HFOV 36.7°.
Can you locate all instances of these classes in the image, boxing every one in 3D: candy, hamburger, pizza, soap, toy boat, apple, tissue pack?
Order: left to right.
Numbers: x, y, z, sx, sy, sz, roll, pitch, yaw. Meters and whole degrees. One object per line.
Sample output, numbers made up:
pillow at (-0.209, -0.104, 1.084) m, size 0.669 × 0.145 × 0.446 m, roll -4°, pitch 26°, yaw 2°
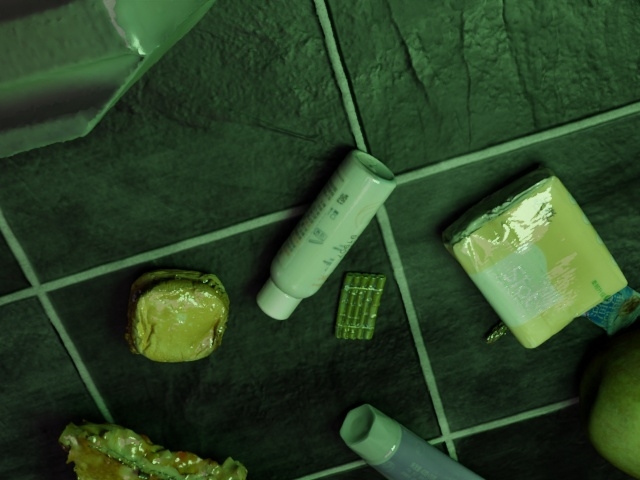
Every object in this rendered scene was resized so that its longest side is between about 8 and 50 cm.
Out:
soap at (-0.306, -0.279, 0.944) m, size 0.435 × 0.213 × 0.350 m, roll -6°, pitch 121°, yaw 39°
pizza at (-0.252, 0.399, 1.525) m, size 0.440 × 0.130 × 0.406 m, roll -19°, pitch 121°, yaw 17°
hamburger at (-0.205, 0.108, 1.380) m, size 0.147 × 0.083 × 0.138 m, roll 3°, pitch 117°, yaw -11°
toy boat at (0.058, 0.098, 1.444) m, size 0.063 × 0.016 × 0.115 m, roll 4°, pitch 120°, yaw -10°
tissue pack at (0.303, 0.024, 1.377) m, size 0.186 × 0.090 × 0.222 m, roll -34°, pitch 113°, yaw 10°
candy at (0.443, 0.099, 1.484) m, size 0.136 × 0.038 × 0.088 m, roll 31°, pitch 99°, yaw -30°
apple at (0.521, 0.242, 1.456) m, size 0.234 × 0.257 × 0.257 m, roll 14°, pitch 119°, yaw 2°

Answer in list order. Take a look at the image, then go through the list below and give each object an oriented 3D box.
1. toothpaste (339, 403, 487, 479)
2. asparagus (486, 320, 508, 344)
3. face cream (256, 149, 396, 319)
toothpaste at (0.176, 0.392, 1.606) m, size 0.125 × 0.080 × 0.371 m, roll -40°, pitch 123°, yaw 16°
asparagus at (0.336, 0.079, 1.465) m, size 0.233 × 0.022 × 0.023 m, roll -47°, pitch 160°, yaw 17°
face cream at (0.000, 0.000, 1.341) m, size 0.082 × 0.082 × 0.269 m, roll 26°, pitch 115°, yaw -21°
